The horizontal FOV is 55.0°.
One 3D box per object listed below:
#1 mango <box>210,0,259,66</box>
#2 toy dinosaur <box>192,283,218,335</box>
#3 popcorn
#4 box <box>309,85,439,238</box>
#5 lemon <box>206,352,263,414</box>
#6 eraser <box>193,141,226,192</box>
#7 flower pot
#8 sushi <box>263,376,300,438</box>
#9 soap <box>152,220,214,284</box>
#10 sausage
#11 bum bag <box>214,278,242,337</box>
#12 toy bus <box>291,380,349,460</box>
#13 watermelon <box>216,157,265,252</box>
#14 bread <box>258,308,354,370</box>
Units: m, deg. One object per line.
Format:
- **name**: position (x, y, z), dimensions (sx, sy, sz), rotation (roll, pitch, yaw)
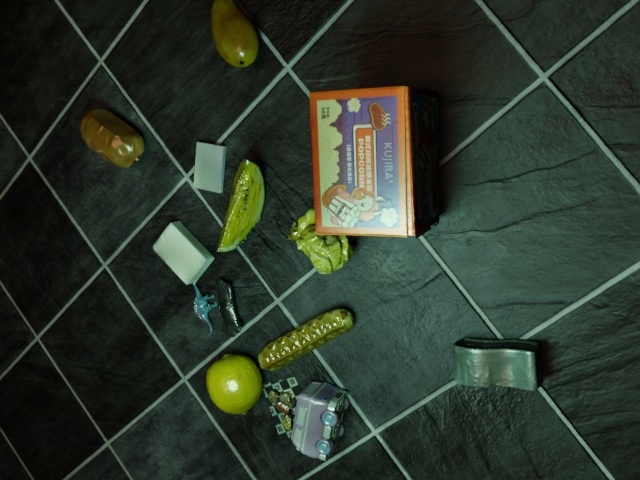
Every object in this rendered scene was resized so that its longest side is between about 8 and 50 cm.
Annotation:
- **mango**: position (-0.255, -0.605, 1.787), dimensions (0.136, 0.099, 0.228), rotation (-32, 78, 31)
- **toy dinosaur**: position (-0.383, 0.217, 2.033), dimensions (0.080, 0.045, 0.198), rotation (-22, 82, 33)
- **popcorn**: position (-0.003, 0.003, 1.744), dimensions (0.173, 0.168, 0.195), rotation (-40, 83, 23)
- **box**: position (0.155, -0.202, 1.549), dimensions (0.256, 0.318, 0.349), rotation (2, 100, 23)
- **lemon**: position (-0.271, 0.458, 1.953), dimensions (0.178, 0.178, 0.203), rotation (-18, 91, 26)
- **eraser**: position (-0.350, -0.231, 1.941), dimensions (0.103, 0.023, 0.151), rotation (13, 105, 22)
- **flower pot**: position (0.467, 0.323, 1.626), dimensions (0.229, 0.103, 0.108), rotation (-1, 99, 26)
- **sushi**: position (-0.111, 0.549, 1.975), dimensions (0.139, 0.031, 0.201), rotation (-19, 92, 26)
- **soap**: position (-0.451, 0.041, 2.012), dimensions (0.183, 0.063, 0.121), rotation (45, 108, 11)
- **sausage**: position (-0.684, -0.335, 2.023), dimensions (0.241, 0.120, 0.136), rotation (31, 126, 16)
- **bum bag**: position (-0.296, 0.217, 1.991), dimensions (0.087, 0.049, 0.198), rotation (-4, 99, 50)
- **toy bus**: position (-0.003, 0.546, 1.867), dimensions (0.142, 0.142, 0.203), rotation (13, 104, 16)
- **watermelon**: position (-0.246, -0.106, 1.858), dimensions (0.123, 0.129, 0.301), rotation (23, 103, 17)
- **bread**: position (-0.051, 0.304, 1.876), dimensions (0.367, 0.084, 0.077), rotation (-32, 46, 28)
